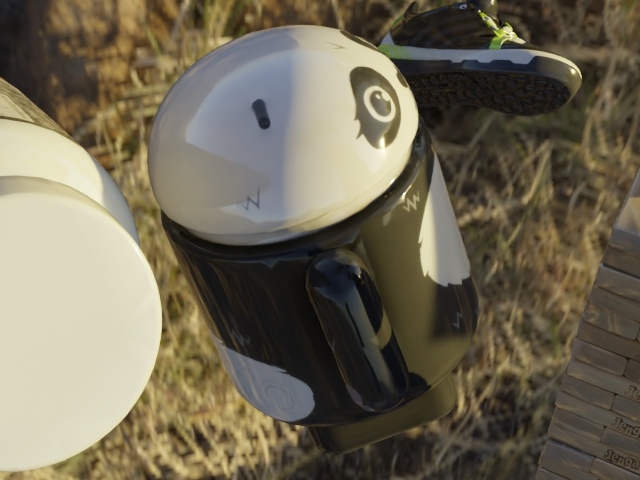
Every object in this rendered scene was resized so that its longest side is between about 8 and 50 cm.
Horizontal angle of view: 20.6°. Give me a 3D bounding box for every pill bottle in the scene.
[{"bbox_3d":[-0.183,0.004,0.896,0.162,0.278,0.162,-6,108,-21],"label":"pill bottle"}]

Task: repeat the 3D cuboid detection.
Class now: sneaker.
[{"bbox_3d":[0.129,-0.169,1.487,0.234,0.084,0.097,11,73,49],"label":"sneaker"}]

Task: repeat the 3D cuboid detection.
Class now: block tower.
[{"bbox_3d":[0.183,0.065,0.943,0.091,0.335,0.097,21,54,12],"label":"block tower"}]

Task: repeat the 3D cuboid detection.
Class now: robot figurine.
[{"bbox_3d":[0.003,0.000,1.084,0.209,0.278,0.173,15,49,40],"label":"robot figurine"}]
